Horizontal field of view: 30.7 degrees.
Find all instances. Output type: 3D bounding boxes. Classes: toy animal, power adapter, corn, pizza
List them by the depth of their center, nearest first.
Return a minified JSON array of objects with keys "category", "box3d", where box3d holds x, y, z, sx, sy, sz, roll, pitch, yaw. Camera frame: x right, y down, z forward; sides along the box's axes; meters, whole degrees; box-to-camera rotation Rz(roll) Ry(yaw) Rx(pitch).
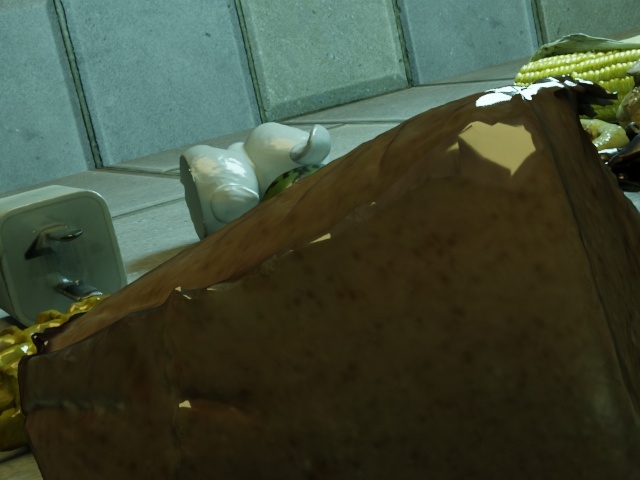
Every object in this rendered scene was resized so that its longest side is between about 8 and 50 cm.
[{"category":"power adapter","box3d":[-0.274,0.017,1.204,0.125,0.130,0.205,-17,13,-24]},{"category":"pizza","box3d":[0.302,-0.108,1.391,0.134,0.056,0.271,3,16,27]},{"category":"toy animal","box3d":[-0.074,-0.072,1.439,0.193,0.127,0.178,-12,13,-6]},{"category":"corn","box3d":[0.410,-0.229,1.697,0.123,0.122,0.305,24,-14,-37]}]

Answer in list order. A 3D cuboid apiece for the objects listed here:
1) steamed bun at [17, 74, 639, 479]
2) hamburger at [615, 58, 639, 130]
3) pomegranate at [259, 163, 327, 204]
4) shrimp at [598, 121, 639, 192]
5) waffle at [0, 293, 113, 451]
[{"category":"steamed bun","box3d":[0.041,0.067,0.480,0.252,0.199,0.301,-27,-2,16]},{"category":"hamburger","box3d":[0.382,-0.143,1.222,0.124,0.131,0.262,-49,4,11]},{"category":"pomegranate","box3d":[0.000,0.000,1.071,0.122,0.122,0.161,-13,40,-3]},{"category":"shrimp","box3d":[0.361,-0.059,0.846,0.411,0.166,0.221,-18,38,-3]},{"category":"waffle","box3d":[-0.159,0.083,0.911,0.260,0.069,0.293,-8,11,18]}]
